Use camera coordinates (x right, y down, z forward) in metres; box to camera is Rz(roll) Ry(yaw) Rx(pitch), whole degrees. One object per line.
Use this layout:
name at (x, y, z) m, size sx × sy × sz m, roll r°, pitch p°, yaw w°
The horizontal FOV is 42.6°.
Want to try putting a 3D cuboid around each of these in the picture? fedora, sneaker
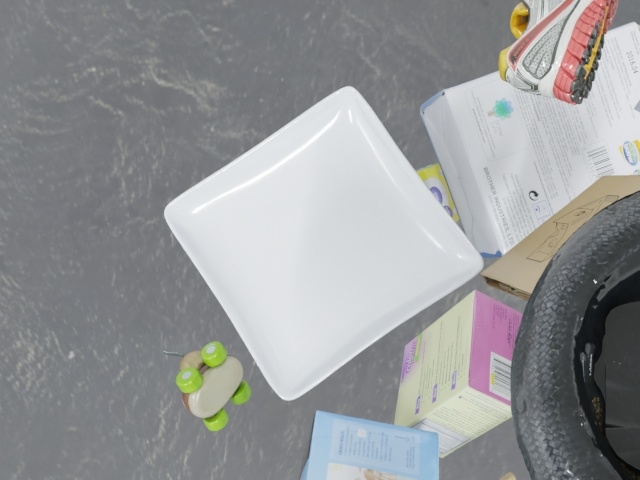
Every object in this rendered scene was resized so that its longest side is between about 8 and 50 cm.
fedora at (0.288, 0.119, 0.538) m, size 0.333 × 0.152 × 0.334 m, roll -2°, pitch 70°, yaw 5°
sneaker at (0.236, -0.234, 0.796) m, size 0.092 × 0.088 × 0.225 m, roll 14°, pitch 59°, yaw 24°

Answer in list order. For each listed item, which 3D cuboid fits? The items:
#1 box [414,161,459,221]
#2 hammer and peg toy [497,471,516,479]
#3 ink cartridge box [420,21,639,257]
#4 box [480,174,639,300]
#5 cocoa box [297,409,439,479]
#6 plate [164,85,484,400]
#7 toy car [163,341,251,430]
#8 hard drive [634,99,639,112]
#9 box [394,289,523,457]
box at (0.171, -0.065, 1.355) m, size 0.179 × 0.043 × 0.105 m, roll -22°, pitch 94°, yaw -41°
hammer and peg toy at (0.402, 0.670, 1.699) m, size 0.361 × 0.127 × 0.266 m, roll 43°, pitch 91°, yaw 4°
ink cartridge box at (0.393, -0.162, 1.292) m, size 0.395 × 0.151 × 0.270 m, roll -21°, pitch 93°, yaw -7°
box at (0.290, -0.006, 0.927) m, size 0.201 × 0.164 × 0.021 m, roll -39°, pitch 102°, yaw -5°
cocoa box at (0.063, 0.501, 1.370) m, size 0.231 × 0.228 × 0.347 m, roll 11°, pitch 42°, yaw -1°
plate at (0.000, 0.000, 0.960) m, size 0.278 × 0.045 × 0.277 m, roll -34°, pitch 76°, yaw -3°
toy car at (-0.270, 0.296, 1.781) m, size 0.188 × 0.155 × 0.149 m, roll 14°, pitch 51°, yaw 44°
hard drive at (0.451, -0.105, 0.779) m, size 0.172 × 0.054 × 0.254 m, roll -19°, pitch 42°, yaw -41°
box at (0.258, 0.254, 1.539) m, size 0.117 × 0.243 × 0.214 m, roll 27°, pitch 47°, yaw -15°
